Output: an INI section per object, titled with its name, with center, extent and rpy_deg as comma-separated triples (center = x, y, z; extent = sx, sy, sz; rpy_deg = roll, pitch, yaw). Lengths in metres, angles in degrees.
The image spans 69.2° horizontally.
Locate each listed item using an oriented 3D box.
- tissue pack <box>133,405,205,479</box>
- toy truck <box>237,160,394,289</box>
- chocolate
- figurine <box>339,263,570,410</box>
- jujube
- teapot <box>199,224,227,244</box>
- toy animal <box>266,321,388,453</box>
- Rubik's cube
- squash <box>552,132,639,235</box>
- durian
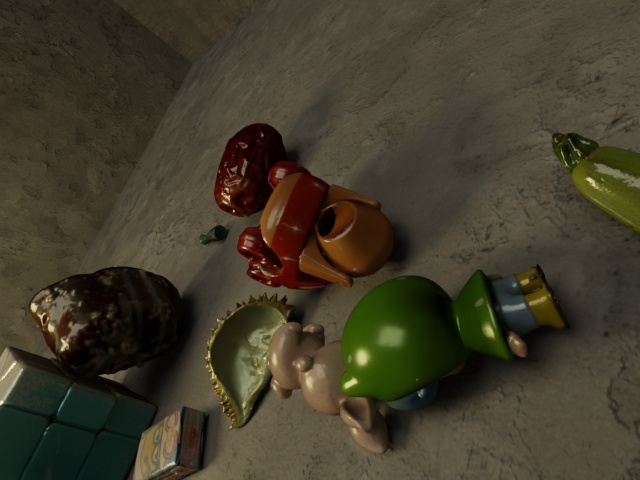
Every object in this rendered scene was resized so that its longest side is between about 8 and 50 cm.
[tissue pack]
center = -0.294, 0.410, 0.906
extent = 0.155, 0.065, 0.115
rpy_deg = -35, 40, 27
[toy truck]
center = 0.000, 0.000, 0.805
extent = 0.265, 0.239, 0.188
rpy_deg = 92, -160, -71
[chocolate]
center = -0.487, 0.208, 1.121
extent = 0.210, 0.340, 0.225
rpy_deg = 39, 119, 37
[figurine]
center = 0.141, 0.105, 0.551
extent = 0.263, 0.143, 0.162
rpy_deg = -26, 32, 22
[jujube]
center = -0.179, -0.182, 1.183
extent = 0.174, 0.174, 0.250
rpy_deg = -4, 56, 51
[teapot]
center = -0.310, -0.012, 1.323
extent = 0.111, 0.043, 0.042
rpy_deg = -18, 48, 50
[toy animal]
center = 0.025, 0.196, 0.651
extent = 0.213, 0.124, 0.124
rpy_deg = 24, 81, 36
[Rubik's cube]
center = -0.634, 0.461, 1.073
extent = 0.319, 0.316, 0.321
rpy_deg = -4, 57, 51
[squash]
center = 0.334, -0.057, 0.493
extent = 0.200, 0.075, 0.090
rpy_deg = 41, 116, 36
[durian]
center = -0.131, 0.211, 0.864
extent = 0.139, 0.144, 0.252
rpy_deg = 32, 80, 20
